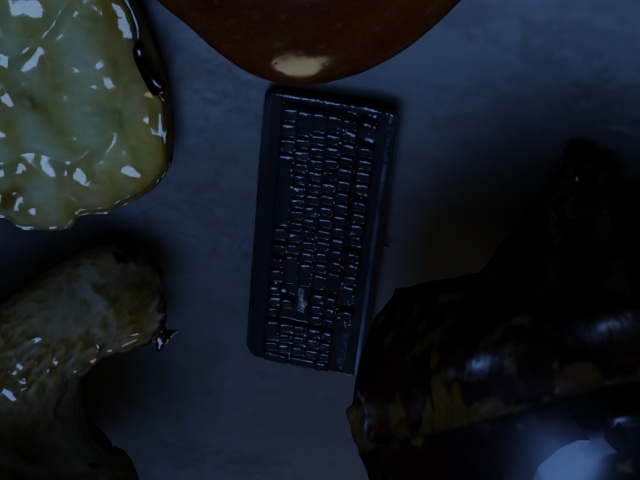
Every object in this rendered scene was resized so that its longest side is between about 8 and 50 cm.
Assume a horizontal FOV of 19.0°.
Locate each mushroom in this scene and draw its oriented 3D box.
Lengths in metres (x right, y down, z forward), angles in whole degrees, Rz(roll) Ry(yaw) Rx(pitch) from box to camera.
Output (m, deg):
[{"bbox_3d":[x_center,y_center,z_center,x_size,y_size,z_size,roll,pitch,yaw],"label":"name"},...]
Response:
[{"bbox_3d":[-0.243,0.127,1.307,0.267,0.254,0.267,4,164,1],"label":"mushroom"}]

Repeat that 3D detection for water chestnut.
[{"bbox_3d":[0.158,0.081,1.195,0.300,0.300,0.300,5,128,6],"label":"water chestnut"}]

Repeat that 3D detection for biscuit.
[{"bbox_3d":[-0.193,-0.113,1.221,0.203,0.041,0.260,3,127,12],"label":"biscuit"}]

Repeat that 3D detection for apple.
[{"bbox_3d":[-0.007,-0.201,1.016,0.230,0.230,0.230,5,128,6],"label":"apple"}]

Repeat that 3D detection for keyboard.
[{"bbox_3d":[0.000,0.000,1.283,0.094,0.025,0.230,10,129,6],"label":"keyboard"}]
